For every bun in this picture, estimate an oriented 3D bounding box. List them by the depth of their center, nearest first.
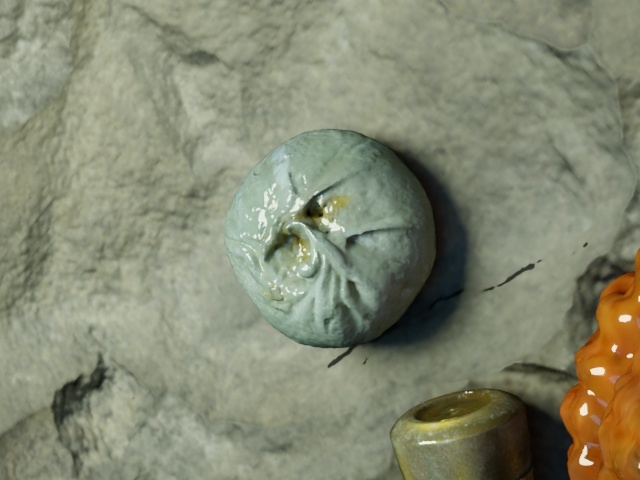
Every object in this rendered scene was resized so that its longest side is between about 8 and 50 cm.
[{"bbox_3d":[0.000,0.000,0.907,0.140,0.083,0.141,4,97,30],"label":"bun"}]

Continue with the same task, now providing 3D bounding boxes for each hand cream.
[{"bbox_3d":[0.105,0.196,0.887,0.084,0.084,0.203,-11,98,30],"label":"hand cream"}]

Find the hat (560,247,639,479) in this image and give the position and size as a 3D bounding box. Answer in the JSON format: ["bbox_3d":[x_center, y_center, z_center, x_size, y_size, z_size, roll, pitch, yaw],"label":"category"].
[{"bbox_3d":[0.212,0.121,0.632,0.285,0.400,0.285,8,105,30],"label":"hat"}]
